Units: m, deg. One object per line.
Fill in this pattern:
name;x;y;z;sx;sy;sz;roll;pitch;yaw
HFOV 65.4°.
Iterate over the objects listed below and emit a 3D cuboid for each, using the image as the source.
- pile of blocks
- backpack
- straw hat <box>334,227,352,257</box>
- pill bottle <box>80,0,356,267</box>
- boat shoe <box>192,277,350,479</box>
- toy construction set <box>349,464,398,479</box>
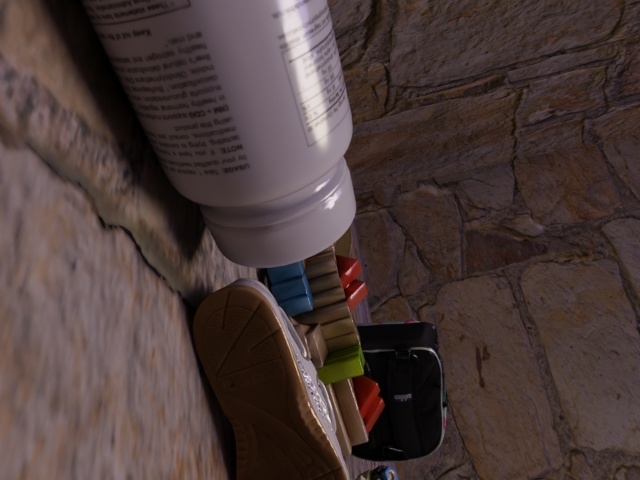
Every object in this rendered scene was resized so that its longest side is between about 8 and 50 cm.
pile of blocks;0.008;0.087;0.641;0.149;0.113;0.361;64;10;-63
backpack;0.122;0.278;0.934;0.191;0.225;0.253;-58;140;-72
straw hat;0.000;0.000;1.036;0.061;0.144;0.144;12;57;-35
pill bottle;-0.065;-0.127;0.381;0.160;0.161;0.282;-91;168;-54
boat shoe;-0.029;0.163;0.449;0.096;0.098;0.276;-53;130;-79
toy construction set;0.124;0.509;0.827;0.327;0.151;0.215;56;28;-12
